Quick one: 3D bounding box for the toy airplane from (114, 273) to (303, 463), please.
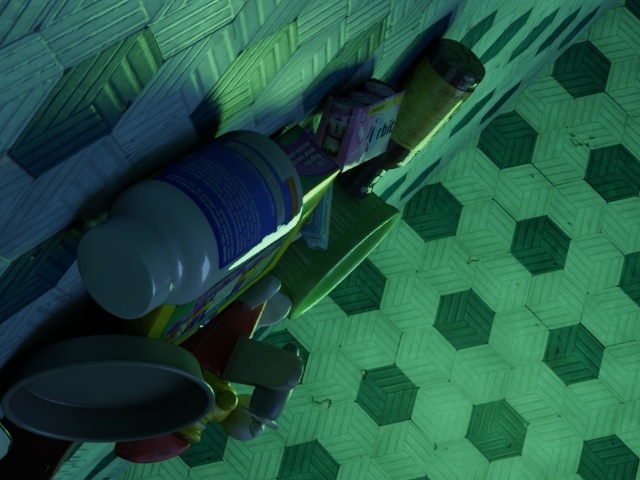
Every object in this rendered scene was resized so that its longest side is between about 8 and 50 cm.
[{"bbox_3d":[-0.177,0.236,2.227,0.384,0.272,0.386,-30,-160,16],"label":"toy airplane"}]

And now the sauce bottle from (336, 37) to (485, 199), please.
[{"bbox_3d":[0.152,-0.210,2.208,0.344,0.111,0.111,-48,172,31],"label":"sauce bottle"}]

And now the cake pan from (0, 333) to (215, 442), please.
[{"bbox_3d":[-0.295,0.208,1.713,0.293,0.054,0.293,-5,151,-3],"label":"cake pan"}]

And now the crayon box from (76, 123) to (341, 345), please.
[{"bbox_3d":[-0.169,0.026,1.786,0.363,0.106,0.313,-39,170,-36],"label":"crayon box"}]

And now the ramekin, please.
[{"bbox_3d":[0.000,0.000,2.402,0.303,0.148,0.303,-43,173,-7],"label":"ramekin"}]

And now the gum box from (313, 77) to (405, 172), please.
[{"bbox_3d":[0.056,-0.180,1.896,0.188,0.062,0.107,-31,142,-60],"label":"gum box"}]

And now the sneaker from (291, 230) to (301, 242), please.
[{"bbox_3d":[-0.106,-0.003,2.185,0.192,0.064,0.086,-37,157,-22],"label":"sneaker"}]

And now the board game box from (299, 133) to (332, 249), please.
[{"bbox_3d":[-0.004,-0.077,2.020,0.211,0.039,0.160,63,31,-82],"label":"board game box"}]

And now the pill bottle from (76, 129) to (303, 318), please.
[{"bbox_3d":[-0.153,-0.018,1.437,0.272,0.152,0.152,-35,169,-48],"label":"pill bottle"}]

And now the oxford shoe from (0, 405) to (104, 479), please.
[{"bbox_3d":[-0.439,0.317,1.900,0.348,0.123,0.130,-43,178,1],"label":"oxford shoe"}]

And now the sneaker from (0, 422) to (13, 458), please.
[{"bbox_3d":[-0.448,0.242,1.367,0.178,0.124,0.295,-47,166,-20],"label":"sneaker"}]
